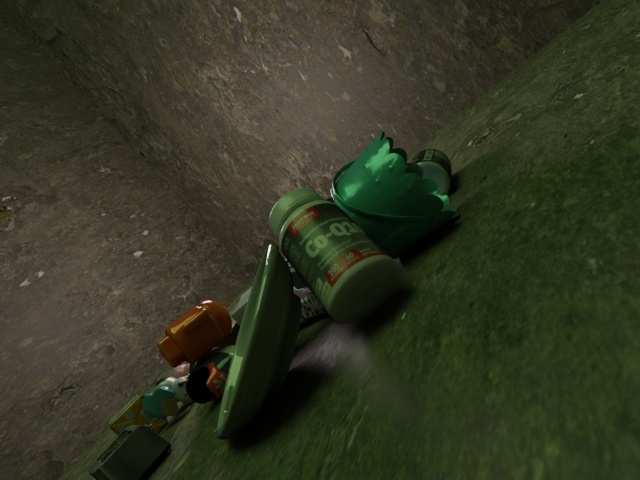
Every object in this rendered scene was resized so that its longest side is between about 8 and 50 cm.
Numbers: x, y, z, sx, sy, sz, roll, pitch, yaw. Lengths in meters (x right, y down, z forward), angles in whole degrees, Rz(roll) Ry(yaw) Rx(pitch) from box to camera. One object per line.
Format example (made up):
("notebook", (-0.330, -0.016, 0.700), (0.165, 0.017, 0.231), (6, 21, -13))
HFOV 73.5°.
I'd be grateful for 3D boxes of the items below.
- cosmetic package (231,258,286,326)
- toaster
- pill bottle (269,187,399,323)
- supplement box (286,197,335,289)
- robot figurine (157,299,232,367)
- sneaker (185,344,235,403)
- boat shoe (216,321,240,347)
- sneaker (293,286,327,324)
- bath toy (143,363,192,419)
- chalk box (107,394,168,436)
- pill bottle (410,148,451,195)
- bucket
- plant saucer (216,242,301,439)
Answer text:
("cosmetic package", (-0.063, 0.126, 1.286), (0.385, 0.156, 0.217), (-42, 8, 4))
("toaster", (-0.501, 0.573, 1.114), (0.185, 0.110, 0.168), (-47, 7, -36))
("pill bottle", (0.015, 0.019, 0.885), (0.161, 0.283, 0.161), (-23, -43, -22))
("supplement box", (0.000, 0.000, 1.091), (0.130, 0.073, 0.239), (-15, 43, 37))
("robot figurine", (-0.342, 0.255, 1.204), (0.219, 0.158, 0.128), (-38, 34, -29))
("sneaker", (-0.329, 0.390, 1.217), (0.148, 0.131, 0.350), (-42, 5, -39))
("boat shoe", (-0.343, 0.382, 1.555), (0.089, 0.104, 0.285), (-44, -5, 28))
("sneaker", (-0.017, 0.156, 1.092), (0.282, 0.102, 0.161), (-40, 10, 18))
("bath toy", (-0.461, 0.467, 1.490), (0.348, 0.152, 0.128), (-51, -28, -72))
("chalk box", (-0.629, 0.621, 1.463), (0.132, 0.132, 0.213), (-46, 7, -33))
("pill bottle", (0.325, -0.198, 1.282), (0.130, 0.130, 0.245), (-38, 6, 27))
("bucket", (0.169, -0.103, 1.020), (0.183, 0.281, 0.281), (-44, 5, 19))
("plant saucer", (-0.117, 0.208, 0.898), (0.400, 0.101, 0.399), (-164, 90, -81))
